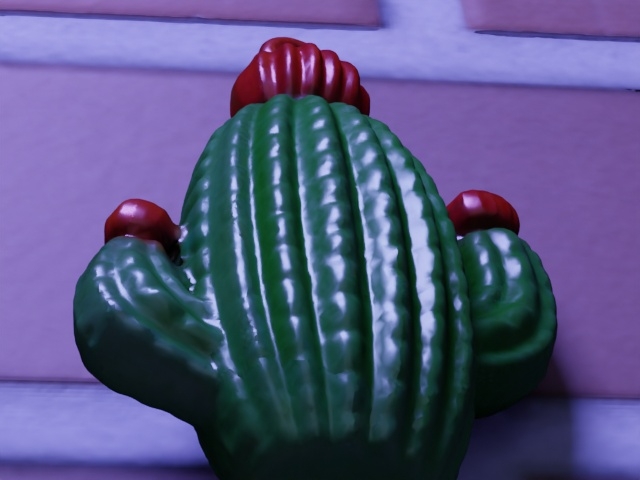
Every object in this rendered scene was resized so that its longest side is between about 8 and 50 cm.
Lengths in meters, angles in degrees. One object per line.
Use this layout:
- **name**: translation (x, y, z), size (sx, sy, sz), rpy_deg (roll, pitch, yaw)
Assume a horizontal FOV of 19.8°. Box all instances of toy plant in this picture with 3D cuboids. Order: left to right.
- **toy plant**: translation (0.010, 0.009, 0.637), size (0.155, 0.088, 0.240), rpy_deg (28, 33, 5)
